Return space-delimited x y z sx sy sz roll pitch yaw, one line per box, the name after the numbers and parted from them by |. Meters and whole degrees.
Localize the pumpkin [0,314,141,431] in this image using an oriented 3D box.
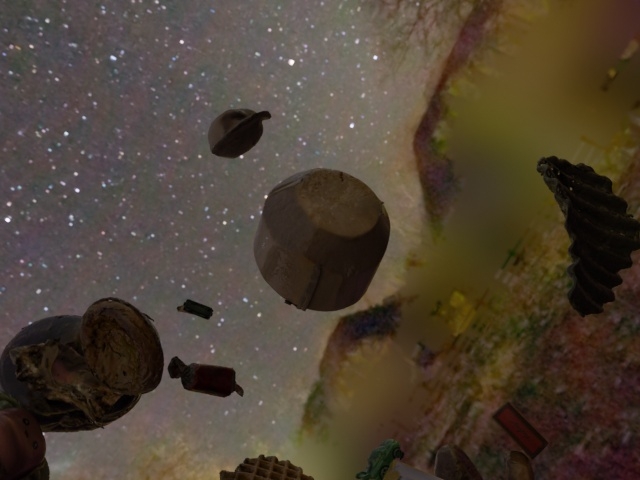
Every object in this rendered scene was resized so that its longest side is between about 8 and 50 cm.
-0.788 0.423 1.921 0.454 0.455 0.343 104 158 -52 | pumpkin

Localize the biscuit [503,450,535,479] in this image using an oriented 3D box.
0.539 0.722 1.598 0.213 0.091 0.274 -43 -48 -71 | biscuit

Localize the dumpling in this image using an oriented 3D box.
-0.196 -0.268 1.434 0.150 0.092 0.176 -41 -20 33 | dumpling

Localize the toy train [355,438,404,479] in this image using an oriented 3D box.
0.177 0.655 1.771 0.149 0.081 0.099 -60 8 -18 | toy train

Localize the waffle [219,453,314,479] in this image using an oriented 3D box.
-0.101 0.593 1.423 0.245 0.254 0.052 11 -81 -41 | waffle

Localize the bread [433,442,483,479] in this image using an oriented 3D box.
0.478 0.827 2.081 0.123 0.230 0.230 -36 -8 11 | bread

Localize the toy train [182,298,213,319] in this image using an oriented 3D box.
-0.369 0.205 1.805 0.056 0.093 0.038 -170 103 -79 | toy train

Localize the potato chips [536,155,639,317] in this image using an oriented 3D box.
0.614 -0.024 1.360 0.389 0.373 0.097 -8 -7 -45 | potato chips

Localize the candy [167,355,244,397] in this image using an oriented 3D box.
-0.308 0.383 1.655 0.292 0.059 0.086 29 -129 -47 | candy

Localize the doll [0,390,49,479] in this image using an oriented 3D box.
-0.755 0.487 1.378 0.216 0.284 0.268 -28 -12 4 | doll

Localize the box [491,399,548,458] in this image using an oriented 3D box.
0.577 0.544 1.739 0.074 0.153 0.240 -41 -21 4 | box

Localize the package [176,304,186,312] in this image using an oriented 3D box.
-0.523 0.288 2.484 0.108 0.121 0.031 7 -89 -66 | package

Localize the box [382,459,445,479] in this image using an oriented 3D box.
0.268 0.691 1.512 0.097 0.168 0.265 -48 -56 -32 | box

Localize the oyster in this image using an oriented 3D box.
-0.660 0.360 1.539 0.107 0.201 0.354 -26 -49 10 | oyster

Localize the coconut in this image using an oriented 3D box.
0.000 0.000 1.353 0.323 0.323 0.323 -55 -13 -20 | coconut

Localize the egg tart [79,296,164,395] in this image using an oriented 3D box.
-0.426 0.229 1.318 0.094 0.234 0.234 -33 -29 -57 | egg tart
